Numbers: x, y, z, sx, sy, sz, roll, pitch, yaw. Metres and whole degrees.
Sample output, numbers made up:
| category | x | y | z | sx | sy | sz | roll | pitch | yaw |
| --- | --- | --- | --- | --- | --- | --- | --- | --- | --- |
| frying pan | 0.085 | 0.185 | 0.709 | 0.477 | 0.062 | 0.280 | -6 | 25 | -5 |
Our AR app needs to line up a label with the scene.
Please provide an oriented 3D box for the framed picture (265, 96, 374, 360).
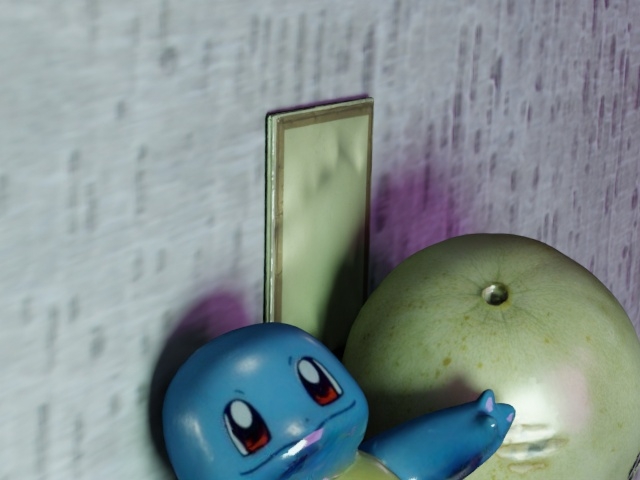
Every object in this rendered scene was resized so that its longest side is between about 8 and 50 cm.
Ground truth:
| category | x | y | z | sx | sy | sz | roll | pitch | yaw |
| --- | --- | --- | --- | --- | --- | --- | --- | --- | --- |
| framed picture | 0.000 | 0.000 | 1.221 | 0.173 | 0.010 | 0.231 | -17 | 112 | -59 |

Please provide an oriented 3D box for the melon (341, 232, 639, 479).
| category | x | y | z | sx | sy | sz | roll | pitch | yaw |
| --- | --- | --- | --- | --- | --- | --- | --- | --- | --- |
| melon | 0.147 | 0.144 | 1.247 | 0.330 | 0.269 | 0.268 | 84 | 29 | -49 |

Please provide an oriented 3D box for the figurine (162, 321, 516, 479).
| category | x | y | z | sx | sy | sz | roll | pitch | yaw |
| --- | --- | --- | --- | --- | --- | --- | --- | --- | --- |
| figurine | 0.035 | 0.255 | 1.064 | 0.298 | 0.243 | 0.416 | -29 | 117 | -21 |
